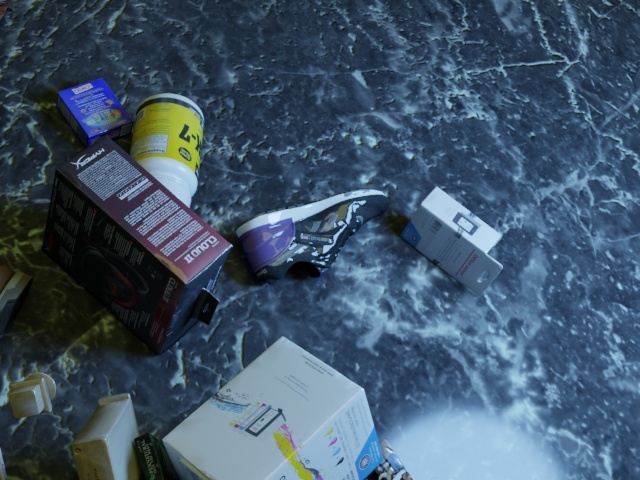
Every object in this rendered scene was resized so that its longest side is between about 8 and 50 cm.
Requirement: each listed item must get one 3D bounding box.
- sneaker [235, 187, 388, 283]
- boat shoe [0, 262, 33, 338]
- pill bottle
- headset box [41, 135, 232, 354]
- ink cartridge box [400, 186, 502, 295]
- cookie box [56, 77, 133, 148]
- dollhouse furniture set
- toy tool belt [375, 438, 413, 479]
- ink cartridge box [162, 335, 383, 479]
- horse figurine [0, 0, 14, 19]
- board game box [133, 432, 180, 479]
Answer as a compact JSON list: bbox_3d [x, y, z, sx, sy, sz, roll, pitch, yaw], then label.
[{"bbox_3d":[0.000,0.000,1.910,0.283,0.107,0.124,-16,78,-25],"label":"sneaker"},{"bbox_3d":[-0.502,0.112,1.565,0.104,0.111,0.307,24,14,-5],"label":"boat shoe"},{"bbox_3d":[-0.261,-0.133,1.875,0.119,0.119,0.209,11,54,-13],"label":"pill bottle"},{"bbox_3d":[-0.273,0.020,1.699,0.293,0.218,0.110,40,52,11],"label":"headset box"},{"bbox_3d":[0.242,0.003,1.978,0.180,0.104,0.060,38,51,7],"label":"ink cartridge box"},{"bbox_3d":[-0.390,-0.220,1.938,0.091,0.040,0.107,-25,68,-32],"label":"cookie box"},{"bbox_3d":[-0.426,0.332,1.510,0.355,0.174,0.303,-11,99,4],"label":"dollhouse furniture set"},{"bbox_3d":[0.100,0.350,1.722,0.051,0.052,0.083,-34,66,-2],"label":"toy tool belt"},{"bbox_3d":[-0.062,0.290,1.536,0.232,0.171,0.168,-40,48,-25],"label":"ink cartridge box"},{"bbox_3d":[-0.666,-0.407,1.952,0.263,0.066,0.174,0,51,-17],"label":"horse figurine"},{"bbox_3d":[-0.202,0.368,1.544,0.026,0.126,0.186,-22,63,0],"label":"board game box"}]
